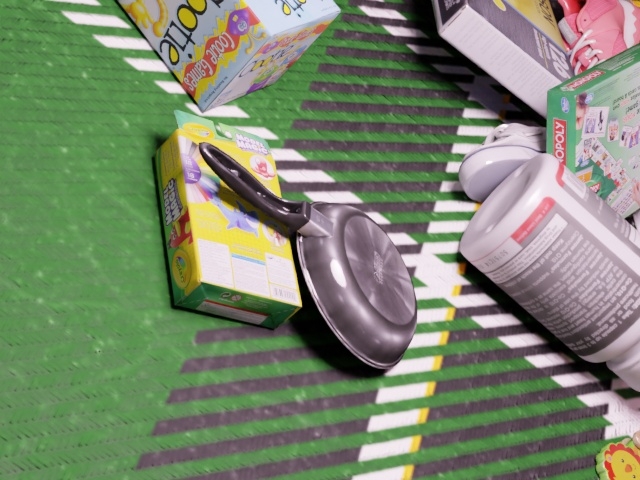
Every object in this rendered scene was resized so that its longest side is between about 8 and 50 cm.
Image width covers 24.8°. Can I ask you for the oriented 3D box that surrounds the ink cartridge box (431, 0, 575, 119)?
[{"bbox_3d":[0.269,-0.291,1.989,0.307,0.072,0.303,32,29,-26],"label":"ink cartridge box"}]

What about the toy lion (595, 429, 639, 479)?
[{"bbox_3d":[0.368,0.275,1.698,0.100,0.034,0.096,50,46,3],"label":"toy lion"}]

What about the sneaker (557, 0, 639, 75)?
[{"bbox_3d":[0.397,-0.262,2.118,0.136,0.116,0.314,28,39,-21],"label":"sneaker"}]

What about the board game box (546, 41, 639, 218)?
[{"bbox_3d":[0.401,-0.139,1.922,0.046,0.213,0.317,17,31,37],"label":"board game box"}]

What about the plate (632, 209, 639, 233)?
[{"bbox_3d":[0.555,-0.050,2.135,0.277,0.045,0.278,19,47,-31],"label":"plate"}]

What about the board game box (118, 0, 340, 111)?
[{"bbox_3d":[-0.137,-0.307,1.638,0.275,0.142,0.144,52,39,7],"label":"board game box"}]

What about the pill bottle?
[{"bbox_3d":[0.321,0.043,1.746,0.283,0.161,0.161,41,39,-8],"label":"pill bottle"}]

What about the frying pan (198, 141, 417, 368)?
[{"bbox_3d":[0.009,-0.010,1.541,0.326,0.053,0.197,56,27,-13],"label":"frying pan"}]

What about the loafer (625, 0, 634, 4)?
[{"bbox_3d":[0.480,-0.367,2.325,0.148,0.056,0.050,52,45,6],"label":"loafer"}]

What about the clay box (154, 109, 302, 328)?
[{"bbox_3d":[-0.099,-0.025,1.503,0.127,0.053,0.222,17,46,-35],"label":"clay box"}]

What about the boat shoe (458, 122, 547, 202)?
[{"bbox_3d":[0.246,-0.106,1.873,0.258,0.095,0.084,0,53,-55],"label":"boat shoe"}]
